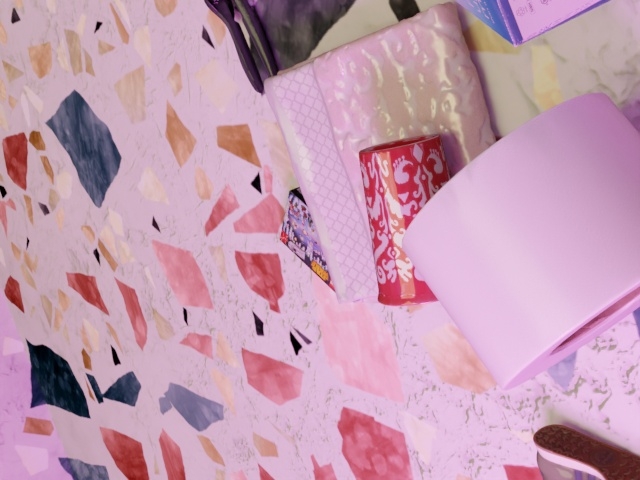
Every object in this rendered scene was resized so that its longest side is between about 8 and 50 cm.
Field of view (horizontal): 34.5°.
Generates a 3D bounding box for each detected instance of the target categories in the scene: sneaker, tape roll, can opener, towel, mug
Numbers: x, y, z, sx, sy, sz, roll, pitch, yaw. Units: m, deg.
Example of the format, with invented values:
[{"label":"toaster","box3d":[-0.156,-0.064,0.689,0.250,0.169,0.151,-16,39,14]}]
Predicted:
[{"label":"sneaker","box3d":[0.320,0.280,1.143,0.192,0.064,0.086,25,134,45]},{"label":"tape roll","box3d":[0.220,0.003,0.963,0.169,0.246,0.246,55,143,17]},{"label":"can opener","box3d":[-0.105,-0.291,1.409,0.059,0.073,0.186,-30,86,16]},{"label":"towel","box3d":[0.085,-0.083,1.239,0.317,0.053,0.332,-10,101,48]},{"label":"mug","box3d":[0.089,-0.024,1.141,0.150,0.113,0.169,-2,105,46]}]

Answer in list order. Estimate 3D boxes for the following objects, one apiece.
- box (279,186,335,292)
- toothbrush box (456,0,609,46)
[{"label":"box","box3d":[0.000,0.000,1.438,0.137,0.027,0.094,42,138,31]},{"label":"toothbrush box","box3d":[0.120,-0.294,0.762,0.295,0.126,0.216,-104,-12,-65]}]
